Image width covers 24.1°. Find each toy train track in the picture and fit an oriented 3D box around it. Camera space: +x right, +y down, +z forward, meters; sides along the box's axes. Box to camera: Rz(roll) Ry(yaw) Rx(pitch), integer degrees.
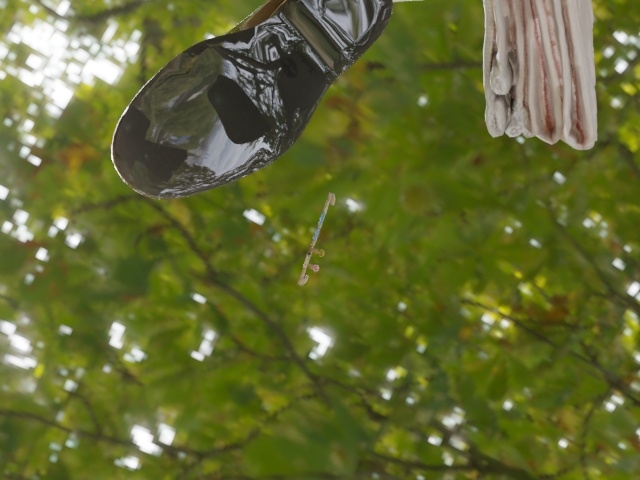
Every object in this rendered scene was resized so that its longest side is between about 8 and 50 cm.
[{"bbox_3d":[0.000,0.000,1.281,0.048,0.014,0.083,-66,175,-80],"label":"toy train track"}]

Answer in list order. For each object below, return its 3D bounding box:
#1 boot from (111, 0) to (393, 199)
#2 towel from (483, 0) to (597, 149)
[{"bbox_3d":[-0.068,-0.125,1.240,0.305,0.112,0.115,-43,-164,-33],"label":"boot"},{"bbox_3d":[0.065,-0.252,0.608,0.053,0.317,0.332,-7,-139,13],"label":"towel"}]
